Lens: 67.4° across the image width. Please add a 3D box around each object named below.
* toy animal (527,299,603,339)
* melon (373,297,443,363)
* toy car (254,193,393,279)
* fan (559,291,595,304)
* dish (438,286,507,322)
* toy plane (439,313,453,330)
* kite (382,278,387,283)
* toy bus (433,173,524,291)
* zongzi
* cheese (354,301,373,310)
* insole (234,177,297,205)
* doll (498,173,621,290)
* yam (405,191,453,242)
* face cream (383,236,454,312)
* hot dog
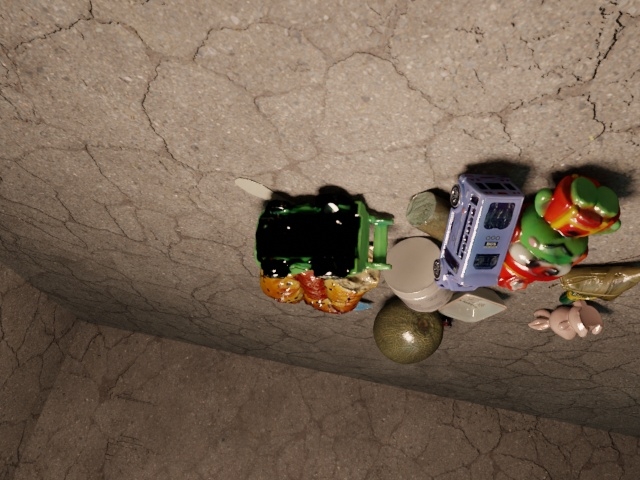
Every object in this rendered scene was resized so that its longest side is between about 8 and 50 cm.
[{"bbox_3d":[0.791,0.264,1.553,0.124,0.125,0.212,20,159,-15],"label":"toy animal"},{"bbox_3d":[0.312,0.327,1.737,0.237,0.238,0.302,16,160,-7],"label":"melon"},{"bbox_3d":[0.000,0.000,1.285,0.358,0.214,0.176,-3,169,26],"label":"toy car"},{"bbox_3d":[0.763,0.154,1.428,0.082,0.039,0.155,13,155,-1],"label":"fan"},{"bbox_3d":[0.501,0.212,1.625,0.153,0.064,0.234,18,152,-10],"label":"dish"},{"bbox_3d":[0.482,0.320,1.874,0.060,0.037,0.145,11,152,11],"label":"toy plane"},{"bbox_3d":[0.315,0.145,1.639,0.229,0.012,0.250,-3,150,31],"label":"kite"},{"bbox_3d":[0.351,0.004,1.080,0.125,0.133,0.293,0,120,-9],"label":"toy bus"},{"bbox_3d":[0.732,0.091,1.268,0.188,0.082,0.178,11,154,0],"label":"zongzi"},{"bbox_3d":[0.076,0.222,1.846,0.244,0.052,0.135,25,153,-25],"label":"cheese"},{"bbox_3d":[-0.145,-0.126,1.322,0.197,0.004,0.065,25,151,-23],"label":"insole"},{"bbox_3d":[0.504,0.001,1.090,0.182,0.160,0.363,17,137,-5],"label":"doll"},{"bbox_3d":[0.339,-0.026,1.194,0.259,0.106,0.106,26,150,-24],"label":"yam"},{"bbox_3d":[0.287,0.101,1.380,0.177,0.178,0.153,-4,149,29],"label":"face cream"},{"bbox_3d":[-0.028,0.117,1.547,0.366,0.196,0.365,18,156,-4],"label":"hot dog"}]
